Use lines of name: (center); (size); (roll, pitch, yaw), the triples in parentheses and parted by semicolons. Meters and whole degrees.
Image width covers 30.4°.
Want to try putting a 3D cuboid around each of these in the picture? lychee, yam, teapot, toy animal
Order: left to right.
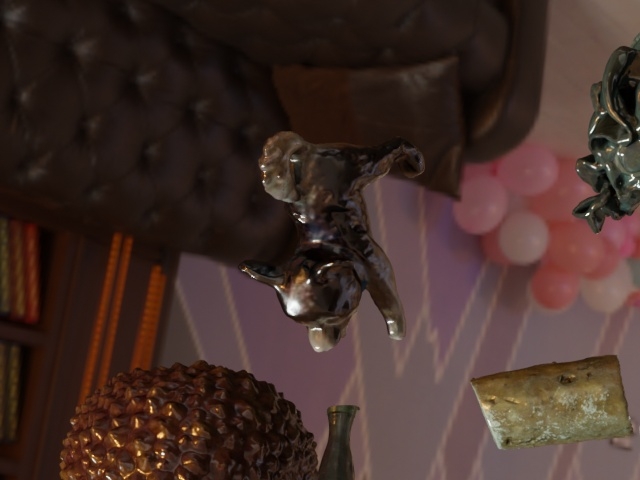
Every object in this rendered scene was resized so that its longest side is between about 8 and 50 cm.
lychee: (-0.134, 0.223, 1.090); (0.271, 0.271, 0.271); (8, 168, 2)
toy animal: (0.000, 0.000, 1.828); (0.194, 0.344, 0.302); (-1, 175, 39)
teapot: (0.018, 0.219, 1.187); (0.042, 0.111, 0.043); (5, 151, 3)
yam: (0.289, 0.207, 1.488); (0.194, 0.107, 0.107); (-10, 163, 15)

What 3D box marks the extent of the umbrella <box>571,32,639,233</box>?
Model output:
umbrella: (0.290, -0.119, 1.051); (0.094, 0.143, 0.349); (30, -151, 10)
